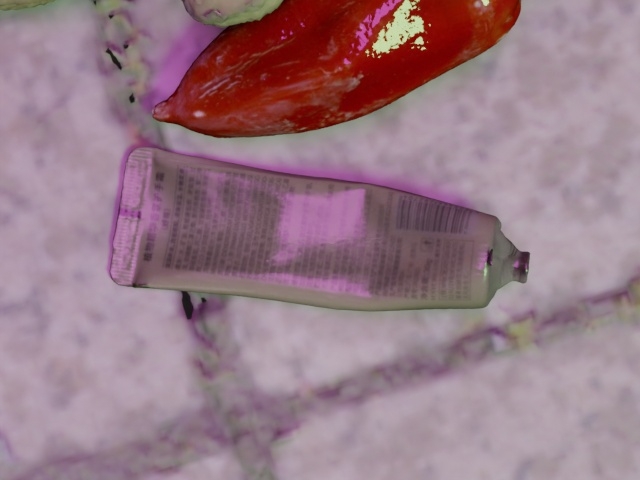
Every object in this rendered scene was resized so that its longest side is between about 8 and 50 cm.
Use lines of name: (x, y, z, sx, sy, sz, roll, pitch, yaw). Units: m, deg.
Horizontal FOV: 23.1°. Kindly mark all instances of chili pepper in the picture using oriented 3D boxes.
chili pepper: (0.022, -0.082, 0.613, 0.191, 0.050, 0.059, -22, 88, 9)

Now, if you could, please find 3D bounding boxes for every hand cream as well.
hand cream: (0.000, 0.000, 0.618, 0.165, 0.037, 0.057, 7, 84, 7)

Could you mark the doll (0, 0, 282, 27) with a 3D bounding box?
doll: (-0.033, -0.191, 0.601, 0.278, 0.149, 0.175, -17, 116, 14)
